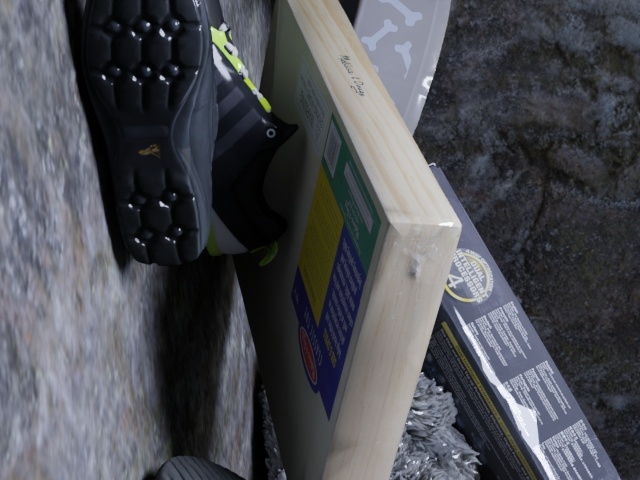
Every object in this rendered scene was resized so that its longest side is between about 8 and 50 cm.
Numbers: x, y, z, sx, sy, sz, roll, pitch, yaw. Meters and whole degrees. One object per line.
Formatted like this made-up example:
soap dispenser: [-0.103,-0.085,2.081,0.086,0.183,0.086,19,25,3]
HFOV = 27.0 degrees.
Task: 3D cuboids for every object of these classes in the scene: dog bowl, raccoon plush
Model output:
dog bowl: [0.048,-0.189,1.627,0.349,0.102,0.348,-161,-90,-81]
raccoon plush: [-0.025,0.194,1.300,0.446,0.216,0.299,58,23,-3]

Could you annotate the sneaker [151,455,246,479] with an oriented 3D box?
sneaker: [-0.048,0.279,0.956,0.330,0.146,0.122,51,2,-41]

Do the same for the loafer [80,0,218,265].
loafer: [-0.100,-0.090,0.800,0.078,0.076,0.223,-94,-177,-56]

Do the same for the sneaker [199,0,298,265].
sneaker: [-0.065,-0.098,1.016,0.084,0.097,0.234,-66,153,-78]

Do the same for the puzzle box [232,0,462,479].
puzzle box: [0.000,0.000,1.036,0.409,0.052,0.272,-109,-152,-56]

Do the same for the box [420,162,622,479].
box: [0.130,0.153,1.502,0.395,0.097,0.318,60,-27,11]
